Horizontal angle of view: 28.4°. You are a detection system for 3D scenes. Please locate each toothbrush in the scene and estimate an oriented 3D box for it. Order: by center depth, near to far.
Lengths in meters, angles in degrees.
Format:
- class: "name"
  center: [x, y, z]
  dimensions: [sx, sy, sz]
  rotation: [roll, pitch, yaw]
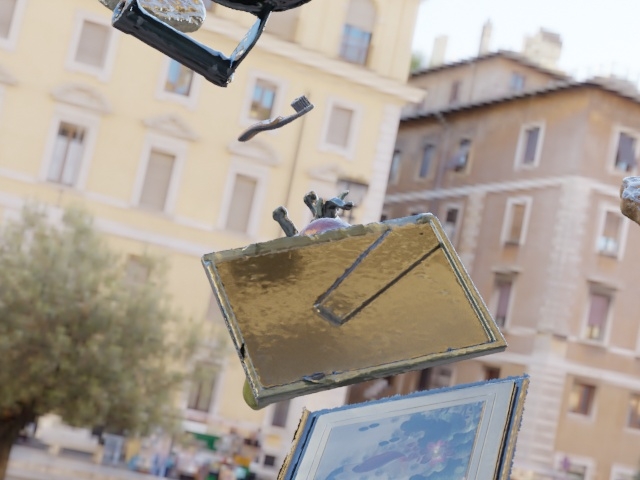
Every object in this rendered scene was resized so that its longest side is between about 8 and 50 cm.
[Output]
- class: "toothbrush"
  center: [-0.080, -0.197, 2.111]
  dimensions: [0.031, 0.023, 0.321]
  rotation: [53, -22, -8]

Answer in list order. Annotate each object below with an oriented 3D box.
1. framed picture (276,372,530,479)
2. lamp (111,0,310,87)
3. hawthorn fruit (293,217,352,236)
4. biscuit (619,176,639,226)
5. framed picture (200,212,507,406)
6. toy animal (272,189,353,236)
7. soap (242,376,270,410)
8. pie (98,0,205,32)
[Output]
- class: "framed picture"
  center: [0.044, 0.173, 0.882]
  dimensions: [0.195, 0.199, 0.010]
  rotation: [-15, -58, 29]
- class: "lamp"
  center: [-0.074, -0.410, 1.483]
  dimensions: [0.205, 0.272, 0.374]
  rotation: [28, -54, -25]
- class: "hawthorn fruit"
  center: [0.026, 0.073, 1.668]
  dimensions: [0.163, 0.162, 0.203]
  rotation: [3, -33, 47]
- class: "biscuit"
  center: [0.540, -0.039, 1.716]
  dimensions: [0.257, 0.049, 0.273]
  rotation: [2, 19, -15]
- class: "framed picture"
  center: [0.033, 0.064, 1.342]
  dimensions: [0.281, 0.209, 0.019]
  rotation: [-9, -41, -18]
- class: "toy animal"
  center: [-0.005, -0.008, 1.861]
  dimensions: [0.082, 0.137, 0.269]
  rotation: [-24, -33, -25]
- class: "soap"
  center: [-0.056, 0.127, 1.447]
  dimensions: [0.045, 0.140, 0.089]
  rotation: [13, 21, 17]
- class: "pie"
  center: [-0.266, -0.374, 1.906]
  dimensions: [0.195, 0.046, 0.195]
  rotation: [25, 27, -14]
